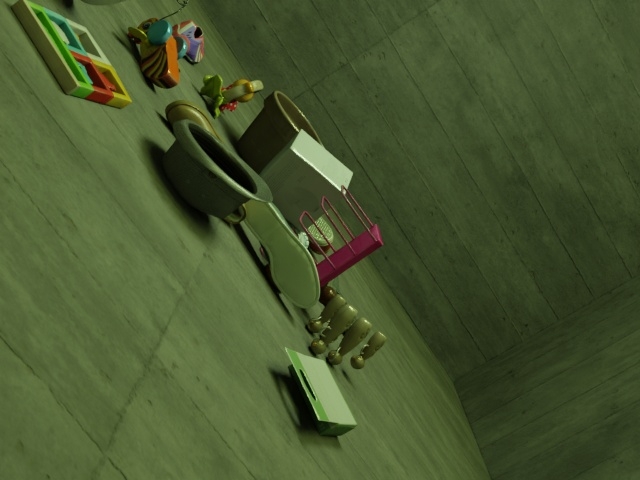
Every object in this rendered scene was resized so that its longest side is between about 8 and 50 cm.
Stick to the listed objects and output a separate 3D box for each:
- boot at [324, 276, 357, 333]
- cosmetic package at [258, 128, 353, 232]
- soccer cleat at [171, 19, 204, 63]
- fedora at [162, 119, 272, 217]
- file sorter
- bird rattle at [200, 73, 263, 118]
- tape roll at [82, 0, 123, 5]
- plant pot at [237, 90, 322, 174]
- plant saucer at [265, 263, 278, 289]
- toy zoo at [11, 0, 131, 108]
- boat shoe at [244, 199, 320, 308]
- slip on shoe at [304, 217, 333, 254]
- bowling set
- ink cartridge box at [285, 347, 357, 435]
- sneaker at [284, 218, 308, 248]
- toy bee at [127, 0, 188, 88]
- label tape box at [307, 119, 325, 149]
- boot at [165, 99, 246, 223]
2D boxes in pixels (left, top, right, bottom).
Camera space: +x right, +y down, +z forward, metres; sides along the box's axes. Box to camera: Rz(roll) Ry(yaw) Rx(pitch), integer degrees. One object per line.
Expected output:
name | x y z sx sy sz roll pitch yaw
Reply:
boot | 0.074 0.216 2.286 0.208 0.076 0.190 49 24 -10
cosmetic package | -0.060 -0.188 2.207 0.224 0.224 0.138 39 37 -15
soccer cleat | -0.450 -0.702 2.446 0.109 0.116 0.318 57 9 -2
fedora | -0.250 -0.142 1.566 0.275 0.124 0.244 39 14 -27
file sorter | 0.000 0.000 1.939 0.182 0.290 0.202 53 9 -9
bird rattle | -0.292 -0.499 2.402 0.253 0.206 0.143 -21 97 -72
tape roll | -0.455 -0.721 1.614 0.072 0.392 0.392 46 14 -56
plant pot | -0.158 -0.348 2.406 0.263 0.229 0.263 48 15 -17
plant saucer | -0.121 0.099 1.822 0.083 0.013 0.083 56 8 -12
toy zoo | -0.478 -0.362 1.394 0.192 0.030 0.293 58 9 1
boat shoe | -0.092 0.027 1.797 0.320 0.116 0.099 58 7 4
slip on shoe | -0.048 -0.073 2.576 0.101 0.123 0.331 95 -27 -44
bowling set | 0.036 0.238 1.905 0.200 0.154 0.287 41 -3 40
ink cartridge box | -0.014 0.327 1.483 0.171 0.056 0.235 61 13 25
sneaker | -0.104 -0.053 2.272 0.191 0.071 0.083 59 15 12
toy bee | -0.445 -0.534 1.892 0.298 0.162 0.195 -78 150 -41
label tape box | -0.104 -0.302 2.569 0.106 0.240 0.334 42 17 -54
boot | -0.282 -0.201 1.740 0.236 0.089 0.270 42 20 -46
